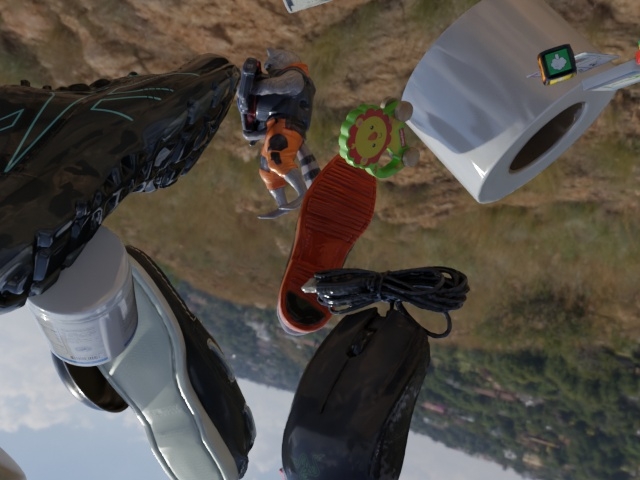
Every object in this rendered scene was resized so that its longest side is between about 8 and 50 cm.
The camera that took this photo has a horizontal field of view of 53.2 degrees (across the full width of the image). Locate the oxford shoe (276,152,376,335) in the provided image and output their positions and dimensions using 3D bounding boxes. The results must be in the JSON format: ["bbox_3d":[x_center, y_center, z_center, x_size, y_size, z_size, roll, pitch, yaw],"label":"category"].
[{"bbox_3d":[0.000,0.000,0.878,0.096,0.272,0.098,26,159,-6],"label":"oxford shoe"}]

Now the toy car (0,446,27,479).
[{"bbox_3d":[-0.480,0.332,0.744,0.219,0.238,0.210,40,155,7],"label":"toy car"}]

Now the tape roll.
[{"bbox_3d":[0.254,-0.193,0.875,0.169,0.246,0.246,53,178,19],"label":"tape roll"}]

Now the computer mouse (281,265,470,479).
[{"bbox_3d":[0.026,0.137,0.617,0.188,0.272,0.072,-2,151,38],"label":"computer mouse"}]

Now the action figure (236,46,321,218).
[{"bbox_3d":[-0.071,-0.211,1.261,0.178,0.331,0.341,-1,177,-4],"label":"action figure"}]

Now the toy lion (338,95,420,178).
[{"bbox_3d":[0.064,-0.113,0.731,0.034,0.096,0.100,34,150,45],"label":"toy lion"}]

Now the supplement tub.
[{"bbox_3d":[-0.165,0.040,0.447,0.070,0.071,0.107,18,149,-3],"label":"supplement tub"}]

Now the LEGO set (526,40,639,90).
[{"bbox_3d":[0.268,-0.135,0.482,0.244,0.060,0.182,-12,177,-44],"label":"LEGO set"}]

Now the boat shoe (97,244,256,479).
[{"bbox_3d":[-0.154,0.130,0.669,0.114,0.303,0.091,-6,-157,22],"label":"boat shoe"}]

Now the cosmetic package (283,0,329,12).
[{"bbox_3d":[-0.029,-0.460,0.782,0.129,0.297,0.153,-15,175,5],"label":"cosmetic package"}]

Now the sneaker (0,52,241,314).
[{"bbox_3d":[-0.148,-0.071,0.411,0.106,0.267,0.101,38,134,2],"label":"sneaker"}]

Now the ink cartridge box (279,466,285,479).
[{"bbox_3d":[0.041,0.449,1.001,0.158,0.092,0.218,-1,113,64],"label":"ink cartridge box"}]

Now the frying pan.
[{"bbox_3d":[-0.383,0.136,1.054,0.053,0.326,0.197,-27,145,6],"label":"frying pan"}]
